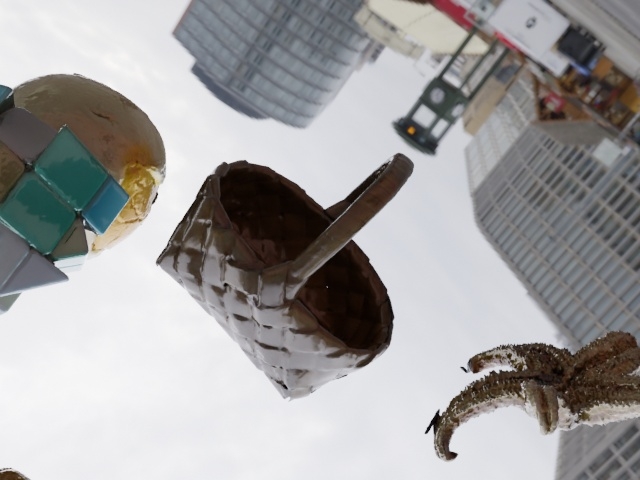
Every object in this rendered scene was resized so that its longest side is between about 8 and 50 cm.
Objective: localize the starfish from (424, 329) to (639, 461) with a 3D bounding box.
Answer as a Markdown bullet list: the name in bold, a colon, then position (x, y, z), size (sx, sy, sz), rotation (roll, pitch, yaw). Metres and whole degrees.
- **starfish**: position (0.266, 0.181, 0.894), size (0.312, 0.303, 0.113), rotation (-29, -73, -77)

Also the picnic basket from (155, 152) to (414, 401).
- **picnic basket**: position (0.000, 0.000, 1.031), size (0.337, 0.337, 0.293), rotation (37, -154, 1)

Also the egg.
- **egg**: position (-0.412, -0.128, 1.227), size (0.337, 0.337, 0.201), rotation (35, 166, -4)

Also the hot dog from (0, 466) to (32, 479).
- **hot dog**: position (-0.186, 0.218, 0.503), size (0.215, 0.066, 0.047), rotation (33, 175, 46)

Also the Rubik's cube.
- **Rubik's cube**: position (-0.365, -0.033, 0.838), size (0.224, 0.213, 0.265), rotation (17, 157, 33)
